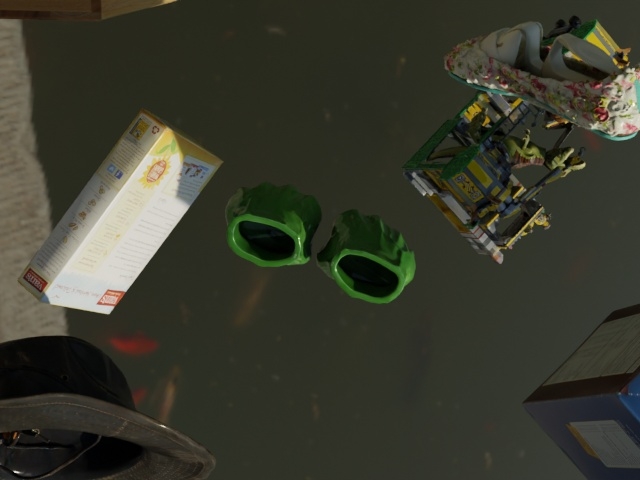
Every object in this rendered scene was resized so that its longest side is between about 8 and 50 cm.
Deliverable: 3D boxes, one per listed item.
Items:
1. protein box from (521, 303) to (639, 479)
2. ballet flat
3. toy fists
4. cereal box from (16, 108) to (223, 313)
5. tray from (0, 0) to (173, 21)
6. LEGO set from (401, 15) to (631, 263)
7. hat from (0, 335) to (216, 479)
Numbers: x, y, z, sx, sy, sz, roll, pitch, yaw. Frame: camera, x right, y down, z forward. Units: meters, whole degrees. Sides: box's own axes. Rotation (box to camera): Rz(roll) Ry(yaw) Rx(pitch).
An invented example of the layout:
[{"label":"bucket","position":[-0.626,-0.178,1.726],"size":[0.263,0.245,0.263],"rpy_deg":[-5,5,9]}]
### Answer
[{"label":"protein box","position":[0.315,0.164,0.963],"size":[0.136,0.201,0.200],"rpy_deg":[-42,90,-15]},{"label":"ballet flat","position":[0.224,-0.173,1.117],"size":[0.091,0.241,0.077],"rpy_deg":[-29,132,-35]},{"label":"toy fists","position":[0.000,0.000,1.590],"size":[0.142,0.279,0.096],"rpy_deg":[-72,180,-60]},{"label":"cereal box","position":[-0.227,-0.026,1.311],"size":[0.240,0.047,0.173],"rpy_deg":[-52,162,2]},{"label":"tray","position":[-0.316,-0.368,1.606],"size":[0.411,0.203,0.076],"rpy_deg":[-48,139,-68]},{"label":"LEGO set","position":[0.278,-0.107,1.437],"size":[0.192,0.255,0.331],"rpy_deg":[46,71,-14]},{"label":"hat","position":[-0.273,0.175,1.146],"size":[0.331,0.331,0.134],"rpy_deg":[35,40,-46]}]
